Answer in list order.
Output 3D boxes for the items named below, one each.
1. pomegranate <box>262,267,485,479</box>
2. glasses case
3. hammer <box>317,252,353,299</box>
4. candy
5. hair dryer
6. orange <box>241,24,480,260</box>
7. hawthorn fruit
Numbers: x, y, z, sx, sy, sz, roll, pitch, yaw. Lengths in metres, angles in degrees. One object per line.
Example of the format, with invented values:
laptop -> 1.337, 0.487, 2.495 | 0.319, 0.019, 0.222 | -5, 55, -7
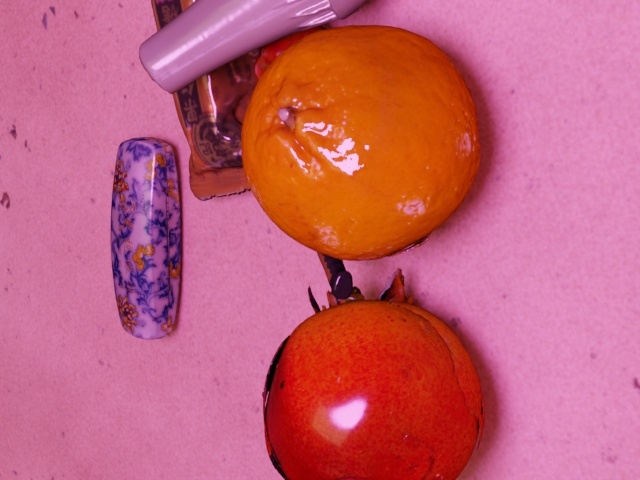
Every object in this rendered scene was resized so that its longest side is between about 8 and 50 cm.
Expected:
pomegranate -> 0.047, 0.144, 0.956 | 0.210, 0.210, 0.235 | -30, 51, 41
glasses case -> -0.214, -0.002, 1.242 | 0.087, 0.065, 0.247 | 11, 107, 42
hammer -> 0.000, 0.000, 1.018 | 0.201, 0.021, 0.078 | -112, 34, -57
candy -> -0.111, -0.178, 1.099 | 0.143, 0.101, 0.271 | 0, 102, 43
hair dryer -> -0.079, -0.278, 0.989 | 0.296, 0.119, 0.298 | -48, 59, 0
orange -> 0.034, -0.091, 0.916 | 0.219, 0.193, 0.219 | -3, 78, 14
hawthorn fruit -> -0.029, -0.184, 1.029 | 0.093, 0.093, 0.093 | 9, 104, 40
